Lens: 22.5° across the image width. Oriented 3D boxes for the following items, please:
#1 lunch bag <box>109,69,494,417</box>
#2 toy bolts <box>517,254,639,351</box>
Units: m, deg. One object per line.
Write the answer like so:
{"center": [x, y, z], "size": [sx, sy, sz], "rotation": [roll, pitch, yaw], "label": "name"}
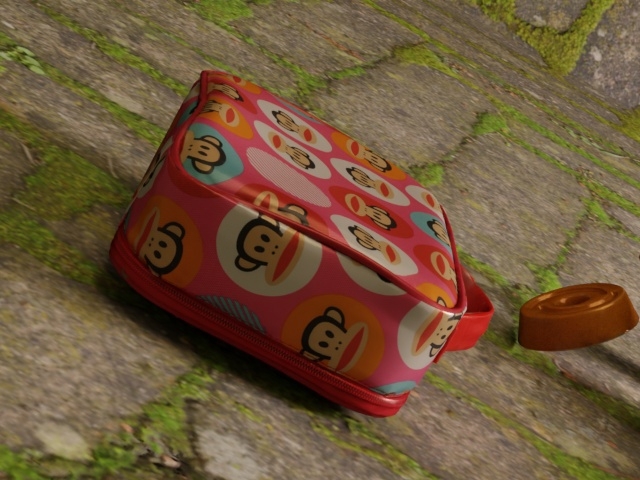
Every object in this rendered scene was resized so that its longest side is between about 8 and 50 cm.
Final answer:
{"center": [0.000, 0.000, 1.117], "size": [0.258, 0.120, 0.293], "rotation": [28, 16, -6], "label": "lunch bag"}
{"center": [0.296, 0.103, 1.362], "size": [0.218, 0.158, 0.228], "rotation": [-7, 13, 26], "label": "toy bolts"}
